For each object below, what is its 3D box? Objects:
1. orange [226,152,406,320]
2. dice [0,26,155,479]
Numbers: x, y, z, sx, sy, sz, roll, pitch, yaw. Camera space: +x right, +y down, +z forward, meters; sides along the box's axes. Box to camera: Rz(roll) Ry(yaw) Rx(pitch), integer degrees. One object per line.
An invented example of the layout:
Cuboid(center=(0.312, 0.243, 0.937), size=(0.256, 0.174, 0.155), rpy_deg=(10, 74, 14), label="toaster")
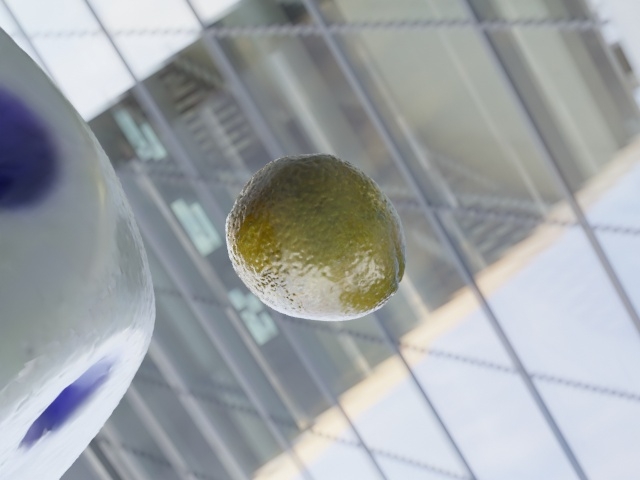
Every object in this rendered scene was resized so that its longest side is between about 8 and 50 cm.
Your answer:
Cuboid(center=(0.000, 0.000, 0.962), size=(0.085, 0.095, 0.085), rpy_deg=(-56, -168, 19), label="orange")
Cuboid(center=(-0.281, 0.034, 0.909), size=(0.277, 0.304, 0.304), rpy_deg=(-39, 170, -35), label="dice")
